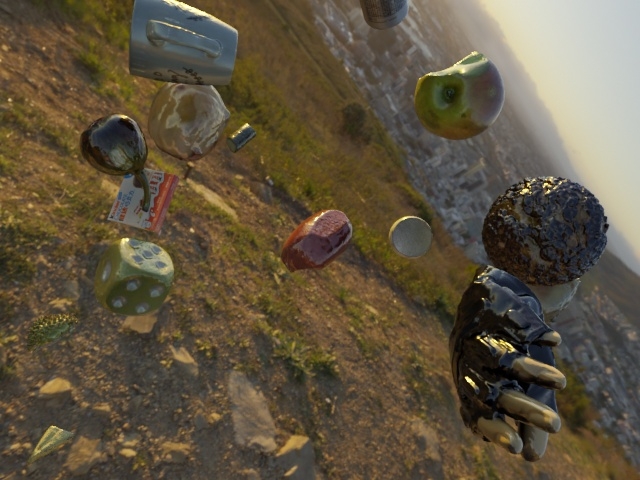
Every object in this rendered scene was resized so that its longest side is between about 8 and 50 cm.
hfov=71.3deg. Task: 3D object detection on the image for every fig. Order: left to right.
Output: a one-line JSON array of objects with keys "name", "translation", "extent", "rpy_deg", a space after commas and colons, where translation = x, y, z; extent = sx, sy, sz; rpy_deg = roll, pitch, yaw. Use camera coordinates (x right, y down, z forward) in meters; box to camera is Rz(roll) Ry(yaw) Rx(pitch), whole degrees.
[{"name": "fig", "translation": [-0.463, -0.178, 1.074], "extent": [0.149, 0.149, 0.245], "rpy_deg": [-77, 148, -52]}]

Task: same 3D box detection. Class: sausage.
[{"name": "sausage", "translation": [0.000, 0.000, 1.217], "extent": [0.148, 0.148, 0.254], "rpy_deg": [55, 35, -4]}]

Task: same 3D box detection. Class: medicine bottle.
[{"name": "medicine bottle", "translation": [0.095, -0.422, 0.719], "extent": [0.140, 0.079, 0.079], "rpy_deg": [52, 20, -60]}]

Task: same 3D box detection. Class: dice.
[{"name": "dice", "translation": [-0.745, 0.148, 1.787], "extent": [0.233, 0.238, 0.226], "rpy_deg": [20, 26, -42]}]

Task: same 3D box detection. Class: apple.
[{"name": "apple", "translation": [0.384, -0.409, 1.257], "extent": [0.226, 0.246, 0.246], "rpy_deg": [-12, 71, -49]}]

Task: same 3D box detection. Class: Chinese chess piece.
[{"name": "Chinese chess piece", "translation": [0.255, -0.008, 1.264], "extent": [0.122, 0.122, 0.051], "rpy_deg": [58, -2, 1]}]

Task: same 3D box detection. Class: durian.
[{"name": "durian", "translation": [-0.911, 0.295, 1.535], "extent": [0.102, 0.146, 0.208], "rpy_deg": [52, 12, 4]}]

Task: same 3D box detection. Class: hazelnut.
[{"name": "hazelnut", "translation": [-0.396, -0.368, 1.359], "extent": [0.241, 0.261, 0.261], "rpy_deg": [-3, 55, -12]}]

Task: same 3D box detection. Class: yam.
[{"name": "yam", "translation": [-0.192, -0.247, 1.071], "extent": [0.043, 0.043, 0.094], "rpy_deg": [49, 46, -14]}]

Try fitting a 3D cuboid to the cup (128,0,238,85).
[{"name": "cup", "translation": [-0.316, -0.456, 1.039], "extent": [0.234, 0.186, 0.258], "rpy_deg": [8, 15, -17]}]

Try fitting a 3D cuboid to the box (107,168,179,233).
[{"name": "box", "translation": [-0.790, -0.188, 1.988], "extent": [0.048, 0.265, 0.273], "rpy_deg": [42, 62, -67]}]

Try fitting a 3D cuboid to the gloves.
[{"name": "gloves", "translation": [0.191, 0.128, 0.457], "extent": [0.203, 0.124, 0.164], "rpy_deg": [-37, 103, -53]}]

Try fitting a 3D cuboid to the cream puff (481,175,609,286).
[{"name": "cream puff", "translation": [0.455, -0.023, 0.920], "extent": [0.165, 0.239, 0.239], "rpy_deg": [37, 33, -53]}]

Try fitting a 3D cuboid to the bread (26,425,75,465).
[{"name": "bread", "translation": [-0.792, 0.611, 1.310], "extent": [0.080, 0.084, 0.109], "rpy_deg": [33, 38, -16]}]

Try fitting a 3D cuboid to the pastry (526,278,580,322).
[{"name": "pastry", "translation": [0.567, 0.154, 1.208], "extent": [0.256, 0.236, 0.170], "rpy_deg": [-31, 67, -23]}]
